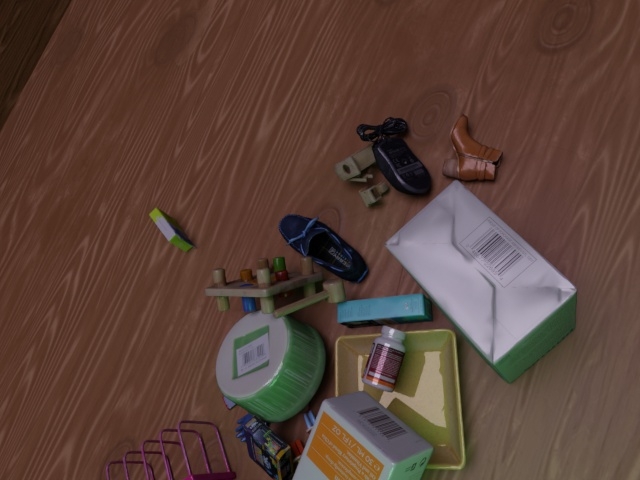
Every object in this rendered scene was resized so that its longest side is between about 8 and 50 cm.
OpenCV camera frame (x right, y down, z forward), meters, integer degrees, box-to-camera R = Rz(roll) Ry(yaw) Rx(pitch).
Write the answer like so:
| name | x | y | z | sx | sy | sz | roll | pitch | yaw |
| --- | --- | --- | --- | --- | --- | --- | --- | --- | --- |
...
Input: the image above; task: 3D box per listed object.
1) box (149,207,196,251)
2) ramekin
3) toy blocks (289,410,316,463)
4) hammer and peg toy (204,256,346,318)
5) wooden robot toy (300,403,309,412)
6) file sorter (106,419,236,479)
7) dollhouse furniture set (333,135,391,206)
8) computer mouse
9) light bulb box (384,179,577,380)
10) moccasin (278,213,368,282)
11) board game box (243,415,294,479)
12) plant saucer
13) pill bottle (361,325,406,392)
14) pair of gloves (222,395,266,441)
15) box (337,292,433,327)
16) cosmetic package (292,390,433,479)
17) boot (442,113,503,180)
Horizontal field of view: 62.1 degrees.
| name | x | y | z | sx | sy | sz | roll | pitch | yaw |
| --- | --- | --- | --- | --- | --- | --- | --- | --- | --- |
| box | -0.521 | -0.032 | 1.877 | 0.042 | 0.109 | 0.178 | -44 | 59 | 1 |
| ramekin | -0.149 | 0.338 | 1.489 | 0.303 | 0.148 | 0.303 | -22 | 47 | 26 |
| toy blocks | -0.033 | 0.558 | 1.456 | 0.123 | 0.054 | 0.148 | -34 | 61 | 11 |
| hammer and peg toy | -0.124 | 0.122 | 1.505 | 0.361 | 0.266 | 0.127 | -3 | 96 | 40 |
| wooden robot toy | -0.055 | 0.451 | 1.515 | 0.173 | 0.076 | 0.079 | -44 | 94 | 5 |
| file sorter | -0.438 | 0.663 | 1.530 | 0.290 | 0.202 | 0.182 | -33 | 59 | 12 |
| dollhouse furniture set | 0.161 | -0.212 | 1.654 | 0.182 | 0.161 | 0.101 | -35 | 10 | -33 |
| computer mouse | 0.230 | -0.238 | 1.588 | 0.188 | 0.072 | 0.272 | -17 | 69 | -30 |
| light bulb box | 0.382 | 0.111 | 1.241 | 0.225 | 0.361 | 0.358 | -42 | 59 | 5 |
| moccasin | 0.000 | 0.000 | 1.608 | 0.342 | 0.117 | 0.138 | 28 | 85 | 31 |
| board game box | -0.140 | 0.574 | 1.439 | 0.141 | 0.170 | 0.048 | 28 | 49 | 31 |
| plant saucer | 0.203 | 0.410 | 1.382 | 0.332 | 0.081 | 0.333 | -8 | 68 | 22 |
| pill bottle | 0.166 | 0.298 | 1.344 | 0.086 | 0.086 | 0.152 | 14 | 79 | 29 |
| pair of gloves | -0.207 | 0.496 | 1.583 | 0.159 | 0.023 | 0.198 | -38 | 59 | 11 |
| box | 0.176 | 0.196 | 1.461 | 0.244 | 0.100 | 0.060 | -9 | 69 | 23 |
| cosmetic package | 0.055 | 0.612 | 1.236 | 0.230 | 0.161 | 0.453 | 30 | 107 | 40 |
| boot | 0.444 | -0.263 | 1.519 | 0.152 | 0.073 | 0.197 | 11 | 89 | 30 |
